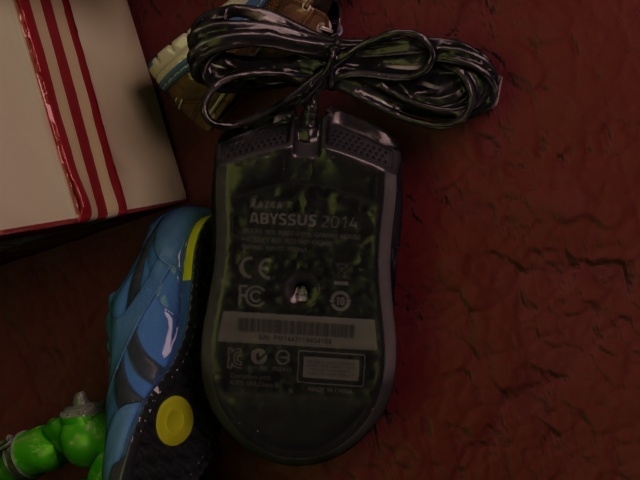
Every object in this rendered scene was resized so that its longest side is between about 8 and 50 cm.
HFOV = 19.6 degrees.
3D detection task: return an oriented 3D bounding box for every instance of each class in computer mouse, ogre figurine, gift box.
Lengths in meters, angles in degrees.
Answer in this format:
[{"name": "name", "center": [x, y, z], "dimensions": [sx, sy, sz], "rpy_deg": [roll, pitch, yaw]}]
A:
[{"name": "computer mouse", "center": [0.000, 0.000, 1.132], "dimensions": [0.188, 0.072, 0.272], "rpy_deg": [8, 99, 0]}, {"name": "ogre figurine", "center": [-0.133, 0.179, 1.212], "dimensions": [0.197, 0.097, 0.118], "rpy_deg": [56, 134, 29]}, {"name": "gift box", "center": [-0.279, -0.100, 1.171], "dimensions": [0.276, 0.255, 0.258], "rpy_deg": [-16, 89, 22]}]

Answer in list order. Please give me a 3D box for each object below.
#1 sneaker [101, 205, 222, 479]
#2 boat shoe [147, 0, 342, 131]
[{"name": "sneaker", "center": [-0.104, 0.078, 1.173], "dimensions": [0.082, 0.069, 0.209], "rpy_deg": [-2, 67, 41]}, {"name": "boat shoe", "center": [-0.019, -0.134, 1.147], "dimensions": [0.183, 0.066, 0.066], "rpy_deg": [-34, 92, 26]}]
